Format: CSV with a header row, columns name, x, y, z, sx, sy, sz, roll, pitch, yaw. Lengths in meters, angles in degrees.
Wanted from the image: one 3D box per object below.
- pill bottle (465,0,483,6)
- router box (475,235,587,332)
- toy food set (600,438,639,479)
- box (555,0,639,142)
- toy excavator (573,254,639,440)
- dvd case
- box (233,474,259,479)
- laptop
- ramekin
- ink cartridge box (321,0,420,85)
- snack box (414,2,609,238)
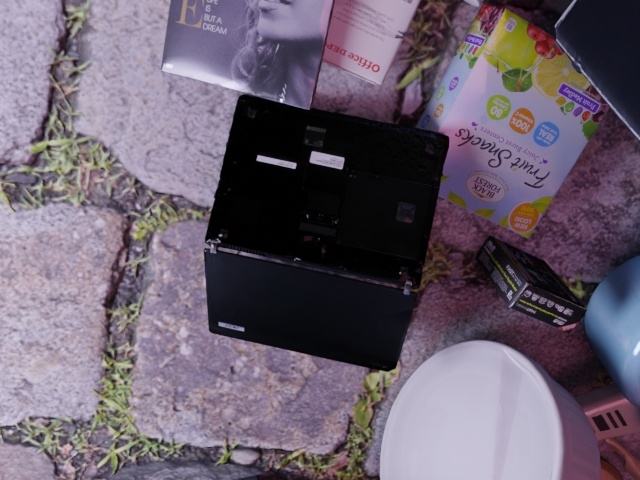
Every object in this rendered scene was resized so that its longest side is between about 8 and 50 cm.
name,x,y,z,sx,sy,sz,roll,pitch,yaw
pill bottle,0.180,-0.306,0.727,0.067,0.067,0.120,31,103,-21
router box,0.251,0.051,0.855,0.092,0.122,0.038,24,111,-19
toy food set,0.397,0.382,1.064,0.132,0.038,0.192,44,96,-7
box,0.569,-0.229,0.606,0.471,0.298,0.480,15,128,-25
toy excavator,0.416,0.186,0.917,0.444,0.222,0.433,-15,112,8
dvd case,-0.064,-0.255,0.690,0.164,0.018,0.222,16,109,8
box,-0.116,0.488,0.794,0.178,0.343,0.313,-10,93,-9
laptop,0.000,0.000,0.803,0.234,0.136,0.265,11,84,4
ramekin,0.210,0.267,0.864,0.127,0.273,0.273,26,104,-32
ink cartridge box,0.043,-0.243,0.730,0.099,0.056,0.135,20,107,-17
snack box,0.211,-0.130,0.803,0.174,0.070,0.207,22,107,-19
